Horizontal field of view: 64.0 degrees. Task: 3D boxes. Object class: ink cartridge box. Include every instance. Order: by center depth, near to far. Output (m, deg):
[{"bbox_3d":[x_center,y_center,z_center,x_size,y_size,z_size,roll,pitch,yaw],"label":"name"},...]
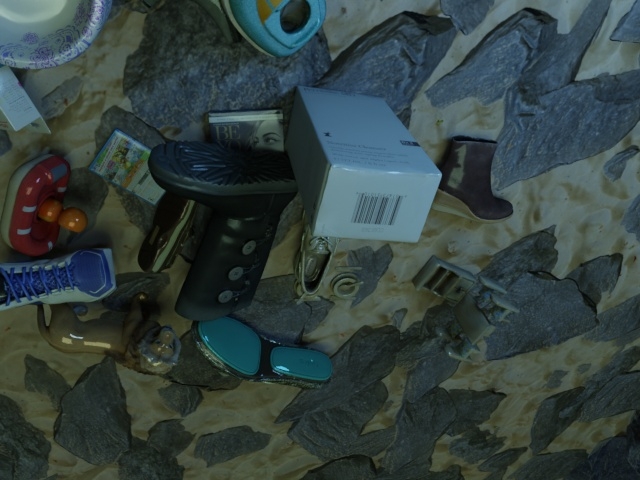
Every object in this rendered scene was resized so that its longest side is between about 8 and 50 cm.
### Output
[{"bbox_3d":[-0.617,-0.273,0.987,0.104,0.061,0.181,12,137,35],"label":"ink cartridge box"}]

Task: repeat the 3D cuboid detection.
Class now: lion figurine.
[{"bbox_3d":[-0.551,0.234,1.290,0.392,0.240,0.142,4,125,-14],"label":"lion figurine"}]

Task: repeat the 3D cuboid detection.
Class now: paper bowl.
[{"bbox_3d":[-0.501,-0.449,0.860,0.284,0.148,0.284,-6,127,-7],"label":"paper bowl"}]

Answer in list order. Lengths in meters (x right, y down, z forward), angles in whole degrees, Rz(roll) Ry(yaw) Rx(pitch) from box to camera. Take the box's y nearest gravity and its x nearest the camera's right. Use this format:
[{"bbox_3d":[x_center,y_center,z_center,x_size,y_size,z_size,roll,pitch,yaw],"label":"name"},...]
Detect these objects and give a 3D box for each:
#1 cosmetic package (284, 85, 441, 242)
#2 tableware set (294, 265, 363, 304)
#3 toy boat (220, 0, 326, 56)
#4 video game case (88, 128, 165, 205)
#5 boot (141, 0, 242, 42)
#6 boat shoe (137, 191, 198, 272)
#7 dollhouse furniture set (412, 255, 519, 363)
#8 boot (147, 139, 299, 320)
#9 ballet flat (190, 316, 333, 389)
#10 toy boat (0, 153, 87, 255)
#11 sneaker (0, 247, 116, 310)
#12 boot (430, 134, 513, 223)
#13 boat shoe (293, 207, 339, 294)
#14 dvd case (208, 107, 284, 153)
[{"bbox_3d":[0.064,-0.167,1.037,0.217,0.385,0.156,3,126,-17],"label":"cosmetic package"},{"bbox_3d":[0.022,0.137,1.464,0.194,0.039,0.128,-1,126,-12],"label":"tableware set"},{"bbox_3d":[-0.029,-0.482,0.903,0.318,0.148,0.267,-45,153,7],"label":"toy boat"},{"bbox_3d":[-0.421,-0.163,1.168,0.166,0.015,0.119,32,115,-30],"label":"video game case"},{"bbox_3d":[-0.259,-0.470,0.955,0.161,0.083,0.246,-16,128,14],"label":"boot"},{"bbox_3d":[-0.350,-0.034,1.246,0.095,0.095,0.257,7,125,-54],"label":"boat shoe"},{"bbox_3d":[0.386,0.177,1.442,0.161,0.242,0.212,21,118,-24],"label":"dollhouse furniture set"},{"bbox_3d":[-0.260,0.003,1.184,0.367,0.146,0.445,1,133,-37],"label":"boot"},{"bbox_3d":[-0.192,0.360,1.526,0.483,0.164,0.182,24,138,-28],"label":"ballet flat"},{"bbox_3d":[-0.581,-0.062,1.112,0.151,0.151,0.231,28,119,-6],"label":"toy boat"},{"bbox_3d":[-0.637,0.101,1.153,0.316,0.182,0.127,-8,93,17],"label":"sneaker"},{"bbox_3d":[0.412,-0.153,1.302,0.249,0.090,0.206,7,126,-12],"label":"boot"},{"bbox_3d":[0.000,0.000,1.317,0.109,0.098,0.302,8,118,-16],"label":"boat shoe"},{"bbox_3d":[-0.167,-0.198,1.194,0.165,0.018,0.221,-5,126,-8],"label":"dvd case"}]
